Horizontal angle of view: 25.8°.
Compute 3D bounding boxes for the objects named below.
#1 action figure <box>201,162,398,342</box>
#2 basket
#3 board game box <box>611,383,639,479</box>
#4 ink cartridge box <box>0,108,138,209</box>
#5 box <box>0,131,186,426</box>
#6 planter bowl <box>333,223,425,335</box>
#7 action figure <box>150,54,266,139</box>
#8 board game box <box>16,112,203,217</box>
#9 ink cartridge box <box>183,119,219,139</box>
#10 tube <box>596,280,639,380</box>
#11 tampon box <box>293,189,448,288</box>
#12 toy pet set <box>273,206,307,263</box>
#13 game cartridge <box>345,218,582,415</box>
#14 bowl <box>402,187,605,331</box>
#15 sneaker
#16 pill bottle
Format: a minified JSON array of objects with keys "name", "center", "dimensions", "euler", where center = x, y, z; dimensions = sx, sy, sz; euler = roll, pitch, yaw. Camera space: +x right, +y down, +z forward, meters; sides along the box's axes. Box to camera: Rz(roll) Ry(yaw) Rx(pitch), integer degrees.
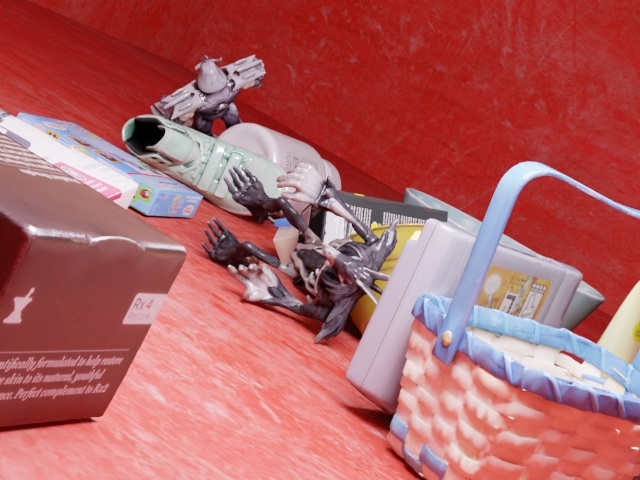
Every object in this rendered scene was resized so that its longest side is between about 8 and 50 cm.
[{"name":"action figure","center":[-0.027,0.009,1.537],"dimensions":[0.275,0.164,0.141],"euler":[22,-10,47]},{"name":"basket","center":[0.197,0.093,1.206],"dimensions":[0.254,0.289,0.201],"euler":[20,13,-35]},{"name":"board game box","center":[0.325,0.240,1.275],"dimensions":[0.201,0.136,0.035],"euler":[32,8,26]},{"name":"ink cartridge box","center":[-0.295,-0.057,1.196],"dimensions":[0.237,0.100,0.172],"euler":[28,7,0]},{"name":"box","center":[-0.298,-0.033,0.897],"dimensions":[0.381,0.143,0.191],"euler":[29,7,21]},{"name":"planter bowl","center":[0.104,0.073,1.631],"dimensions":[0.217,0.090,0.217],"euler":[2,-30,1]},{"name":"action figure","center":[-0.167,-0.204,2.159],"dimensions":[0.285,0.185,0.099],"euler":[89,-18,-65]},{"name":"board game box","center":[-0.271,-0.095,1.782],"dimensions":[0.211,0.039,0.160],"euler":[30,8,14]},{"name":"ink cartridge box","center":[-0.174,-0.144,2.408],"dimensions":[0.235,0.056,0.171],"euler":[30,8,-8]},{"name":"tube","center":[0.279,0.142,1.371],"dimensions":[0.062,0.240,0.070],"euler":[24,7,-12]},{"name":"tampon box","center":[0.062,0.010,1.741],"dimensions":[0.161,0.101,0.120],"euler":[11,-17,-15]},{"name":"toy pet set","center":[0.000,0.000,1.867],"dimensions":[0.114,0.122,0.065],"euler":[-9,27,19]},{"name":"game cartridge","center":[0.147,0.094,1.377],"dimensions":[0.062,0.198,0.297],"euler":[24,5,35]},{"name":"bowl","center":[0.216,0.071,1.918],"dimensions":[0.311,0.163,0.311],"euler":[27,7,-4]},{"name":"sneaker","center":[-0.169,-0.107,2.007],"dimensions":[0.255,0.094,0.151],"euler":[20,-1,20]},{"name":"pill bottle","center":[-0.066,-0.100,2.198],"dimensions":[0.131,0.131,0.229],"euler":[32,9,30]}]
